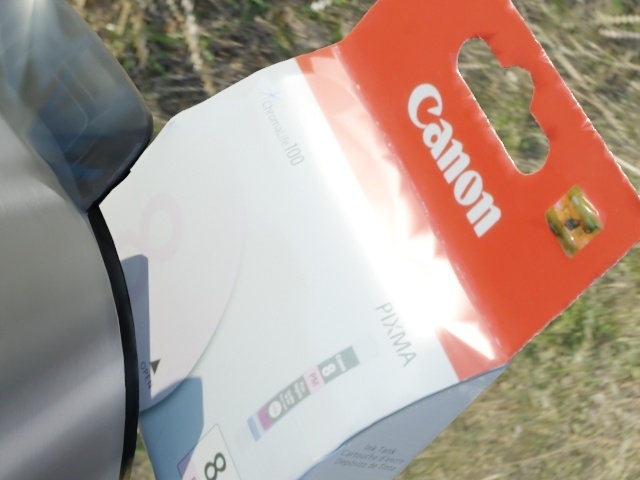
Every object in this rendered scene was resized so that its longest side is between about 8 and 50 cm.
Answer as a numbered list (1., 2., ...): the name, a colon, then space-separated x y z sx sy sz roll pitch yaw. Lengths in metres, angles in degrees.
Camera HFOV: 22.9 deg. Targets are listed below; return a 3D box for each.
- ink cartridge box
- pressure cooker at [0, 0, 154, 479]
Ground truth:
1. ink cartridge box: 0.000 0.000 0.653 0.232 0.066 0.189 -50 48 30
2. pressure cooker: -0.257 0.062 0.575 0.370 0.420 0.375 4 95 7
